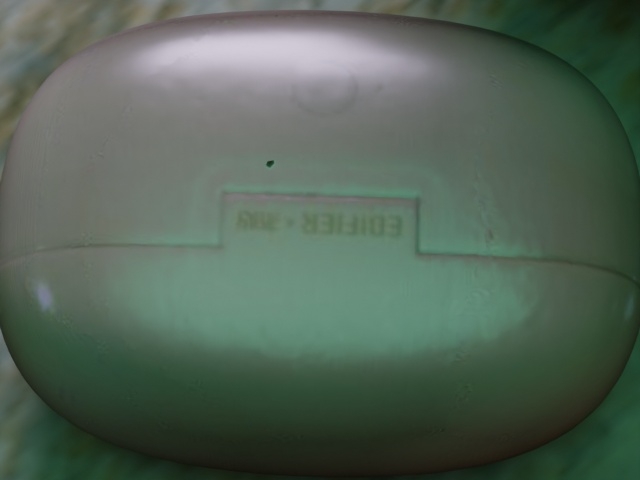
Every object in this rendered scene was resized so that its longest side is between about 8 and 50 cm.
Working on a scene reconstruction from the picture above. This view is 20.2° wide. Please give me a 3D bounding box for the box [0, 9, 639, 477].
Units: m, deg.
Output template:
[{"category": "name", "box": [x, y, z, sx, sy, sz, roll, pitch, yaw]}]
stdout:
[{"category": "box", "box": [0.000, 0.000, 0.554, 0.200, 0.088, 0.146, 1, 72, 1]}]
